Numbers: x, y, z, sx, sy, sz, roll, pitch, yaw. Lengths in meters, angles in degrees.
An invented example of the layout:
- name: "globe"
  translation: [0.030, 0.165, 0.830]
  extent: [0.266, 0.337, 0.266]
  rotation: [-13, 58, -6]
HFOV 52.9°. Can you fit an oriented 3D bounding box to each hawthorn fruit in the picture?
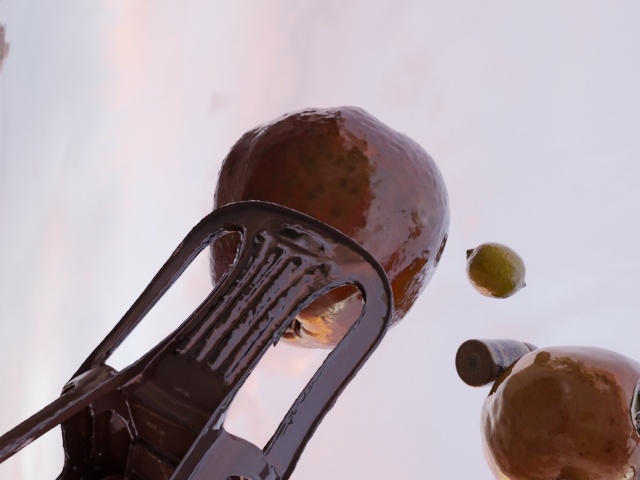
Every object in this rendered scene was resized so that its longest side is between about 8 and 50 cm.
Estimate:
- name: "hawthorn fruit"
  translation: [0.000, 0.000, 1.013]
  extent: [0.403, 0.403, 0.402]
  rotation: [-10, -102, 57]

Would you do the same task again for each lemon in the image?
- name: "lemon"
  translation: [0.341, 0.058, 1.261]
  extent: [0.133, 0.109, 0.109]
  rotation: [33, -63, 22]

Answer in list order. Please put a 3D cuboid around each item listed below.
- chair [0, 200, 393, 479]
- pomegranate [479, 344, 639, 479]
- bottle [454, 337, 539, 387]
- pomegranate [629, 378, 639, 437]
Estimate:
- name: "chair"
  translation: [-0.091, 0.131, 0.426]
  extent: [0.176, 0.326, 0.183]
  rotation: [25, -52, 15]
- name: "pomegranate"
  translation: [0.444, 0.353, 1.128]
  extent: [0.338, 0.339, 0.337]
  rotation: [-10, -102, 57]
- name: "bottle"
  translation: [0.384, 0.249, 1.327]
  extent: [0.110, 0.209, 0.097]
  rotation: [-13, -105, 50]
- name: "pomegranate"
  translation: [0.397, 0.196, 0.710]
  extent: [0.115, 0.142, 0.114]
  rotation: [7, -80, 48]
